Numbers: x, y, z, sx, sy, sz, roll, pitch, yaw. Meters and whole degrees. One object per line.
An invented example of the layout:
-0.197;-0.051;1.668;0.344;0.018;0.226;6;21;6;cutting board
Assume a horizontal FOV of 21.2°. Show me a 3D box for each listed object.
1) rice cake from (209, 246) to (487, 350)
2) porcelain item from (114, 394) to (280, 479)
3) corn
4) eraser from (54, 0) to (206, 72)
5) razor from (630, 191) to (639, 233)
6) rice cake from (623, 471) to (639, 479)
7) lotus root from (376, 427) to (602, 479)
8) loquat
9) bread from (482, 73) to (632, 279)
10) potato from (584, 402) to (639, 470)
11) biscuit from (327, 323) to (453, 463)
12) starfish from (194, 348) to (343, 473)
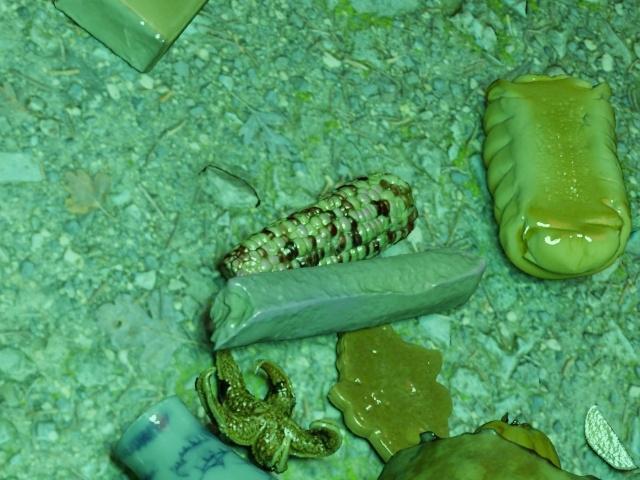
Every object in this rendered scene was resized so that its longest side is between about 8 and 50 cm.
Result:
0.035;0.059;1.917;0.399;0.070;0.064;-7;51;-41;rice cake
-0.093;0.276;1.713;0.259;0.141;0.141;46;49;11;porcelain item
0.000;0.000;1.967;0.280;0.092;0.092;-27;78;-34;corn
-0.174;-0.358;2.083;0.144;0.078;0.343;38;50;-7;eraser
0.362;-0.008;2.210;0.191;0.037;0.068;-17;59;-29;razor
0.363;0.308;2.011;0.270;0.049;0.055;-25;80;-39;rice cake
0.132;0.370;1.681;0.316;0.316;0.250;47;43;2;lotus root
0.207;0.263;1.903;0.137;0.113;0.137;8;70;-23;loquat
0.292;-0.077;2.142;0.172;0.121;0.311;4;50;-4;bread
0.343;0.245;2.051;0.036;0.037;0.093;-32;72;0;potato
0.085;0.182;1.932;0.162;0.035;0.250;-8;62;-29;biscuit
-0.070;0.173;1.810;0.146;0.074;0.190;-5;43;-47;starfish
